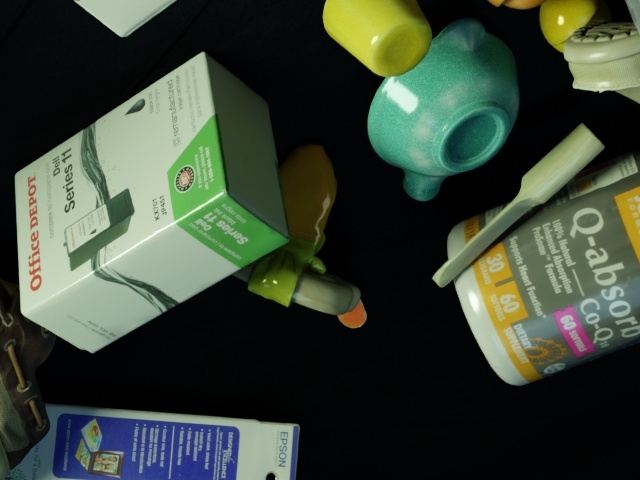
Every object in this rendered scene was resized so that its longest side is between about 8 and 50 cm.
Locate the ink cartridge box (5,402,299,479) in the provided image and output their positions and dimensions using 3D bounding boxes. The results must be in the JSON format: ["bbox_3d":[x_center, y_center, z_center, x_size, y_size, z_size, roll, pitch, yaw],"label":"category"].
[{"bbox_3d":[-0.188,0.255,1.550,0.332,0.165,0.065,8,171,-22],"label":"ink cartridge box"}]

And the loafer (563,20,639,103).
[{"bbox_3d":[0.293,-0.122,1.168,0.268,0.092,0.102,-4,-173,-38],"label":"loafer"}]

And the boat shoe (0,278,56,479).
[{"bbox_3d":[-0.299,0.079,1.350,0.123,0.123,0.342,-34,139,-31],"label":"boat shoe"}]

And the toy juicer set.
[{"bbox_3d":[0.134,-0.123,1.215,0.209,0.089,0.329,-30,140,-5],"label":"toy juicer set"}]

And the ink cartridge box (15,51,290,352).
[{"bbox_3d":[-0.138,-0.027,1.198,0.208,0.153,0.087,-30,139,22],"label":"ink cartridge box"}]

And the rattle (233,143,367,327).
[{"bbox_3d":[0.000,0.000,1.376,0.130,0.143,0.199,4,173,37],"label":"rattle"}]

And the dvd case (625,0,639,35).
[{"bbox_3d":[0.289,-0.256,1.026,0.221,0.164,0.018,-22,-174,15],"label":"dvd case"}]

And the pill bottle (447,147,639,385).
[{"bbox_3d":[0.266,0.011,1.349,0.278,0.162,0.162,-23,142,15],"label":"pill bottle"}]

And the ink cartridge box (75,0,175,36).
[{"bbox_3d":[-0.145,-0.212,0.964,0.056,0.135,0.099,-32,140,21],"label":"ink cartridge box"}]
